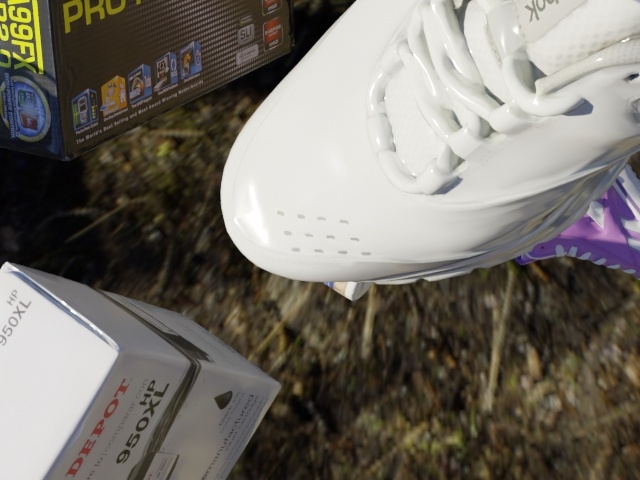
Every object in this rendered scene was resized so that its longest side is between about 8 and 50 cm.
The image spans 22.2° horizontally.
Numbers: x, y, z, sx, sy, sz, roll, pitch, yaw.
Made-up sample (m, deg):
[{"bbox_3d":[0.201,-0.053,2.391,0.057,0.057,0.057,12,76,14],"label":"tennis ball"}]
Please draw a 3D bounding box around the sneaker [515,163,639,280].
[{"bbox_3d":[0.299,-0.004,1.804,0.161,0.102,0.282,-39,115,4],"label":"sneaker"}]

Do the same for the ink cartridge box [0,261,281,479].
[{"bbox_3d":[-0.242,0.208,1.673,0.166,0.395,0.285,32,93,23],"label":"ink cartridge box"}]

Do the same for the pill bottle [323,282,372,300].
[{"bbox_3d":[0.000,0.000,1.553,0.120,0.067,0.067,32,101,15],"label":"pill bottle"}]

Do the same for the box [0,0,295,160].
[{"bbox_3d":[-0.113,-0.196,1.066,0.060,0.270,0.216,13,117,29],"label":"box"}]

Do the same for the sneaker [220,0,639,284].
[{"bbox_3d":[0.072,-0.067,0.480,0.297,0.129,0.111,-30,80,33],"label":"sneaker"}]
